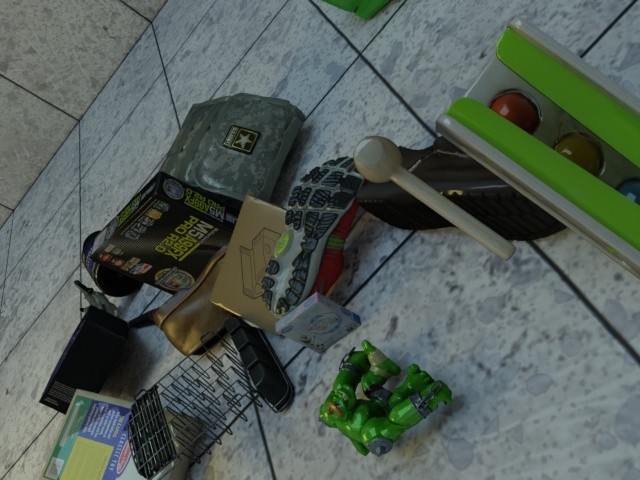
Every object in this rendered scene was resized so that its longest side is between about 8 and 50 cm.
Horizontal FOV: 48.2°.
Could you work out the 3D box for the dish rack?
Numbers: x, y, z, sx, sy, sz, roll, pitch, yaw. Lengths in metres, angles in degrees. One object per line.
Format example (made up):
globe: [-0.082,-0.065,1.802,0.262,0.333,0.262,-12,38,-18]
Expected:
dish rack: [-0.190,0.258,1.151,0.271,0.074,0.208,-41,33,0]

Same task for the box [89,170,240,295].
box: [-0.290,-0.001,1.395,0.270,0.216,0.060,-35,39,38]

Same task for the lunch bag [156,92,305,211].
lunch bag: [-0.178,-0.167,1.452,0.287,0.169,0.235,0,61,44]

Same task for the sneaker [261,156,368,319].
sneaker: [0.000,0.000,1.121,0.107,0.118,0.279,22,82,34]

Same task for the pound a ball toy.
pound a ball toy: [0.219,-0.067,0.724,0.208,0.319,0.136,-54,-8,7]

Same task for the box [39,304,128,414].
box: [-0.495,0.251,1.518,0.184,0.103,0.261,-60,14,-6]

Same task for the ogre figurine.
ogre figurine: [0.069,0.203,0.901,0.197,0.097,0.118,25,66,42]

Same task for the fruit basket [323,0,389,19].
fruit basket: [0.120,-0.674,1.404,0.392,0.283,0.392,-51,30,45]

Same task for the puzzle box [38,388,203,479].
puzzle box: [-0.379,0.473,1.209,0.272,0.052,0.408,5,66,28]

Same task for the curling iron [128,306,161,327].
curling iron: [-0.346,0.167,1.515,0.274,0.035,0.068,-10,56,49]

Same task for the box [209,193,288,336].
box: [-0.095,0.039,1.212,0.164,0.021,0.201,22,95,34]

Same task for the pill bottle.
pill bottle: [-0.513,0.048,1.750,0.122,0.123,0.219,-59,33,-1]

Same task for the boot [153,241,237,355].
boot: [-0.167,0.091,1.317,0.305,0.112,0.115,-45,66,11]

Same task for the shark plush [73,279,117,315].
shark plush: [-0.528,0.159,1.669,0.067,0.161,0.073,-24,50,-4]

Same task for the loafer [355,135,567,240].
loafer: [0.183,-0.089,0.939,0.366,0.134,0.130,7,70,54]

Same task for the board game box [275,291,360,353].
board game box: [-0.004,0.123,1.054,0.090,0.090,0.020,-38,38,27]

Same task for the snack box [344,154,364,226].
snack box: [0.032,-0.063,1.204,0.141,0.037,0.100,-53,33,10]
